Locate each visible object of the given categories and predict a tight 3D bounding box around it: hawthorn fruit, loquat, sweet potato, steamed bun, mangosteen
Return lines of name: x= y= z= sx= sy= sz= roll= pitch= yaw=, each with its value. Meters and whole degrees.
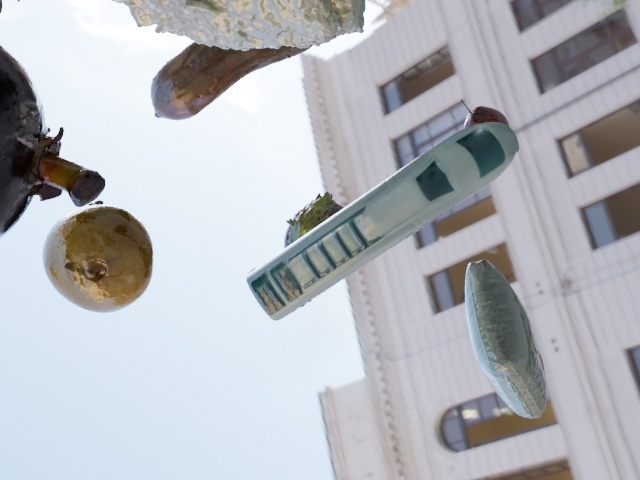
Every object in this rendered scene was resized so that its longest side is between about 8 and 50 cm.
hawthorn fruit: x=0.253 y=-0.188 z=1.330 sx=0.103 sy=0.066 sz=0.067 roll=32 pitch=-135 yaw=-41
loquat: x=-0.277 y=0.020 z=1.049 sx=0.141 sy=0.141 sz=0.141 roll=31 pitch=-134 yaw=-37
sweet potato: x=-0.133 y=-0.272 z=1.256 sx=0.097 sy=0.291 sz=0.097 roll=61 pitch=-175 yaw=-8
steamed bun: x=-0.088 y=-0.248 z=0.730 sx=0.170 sy=0.225 sz=0.200 roll=-75 pitch=-26 yaw=-56
mangosteen: x=-0.338 y=-0.089 z=0.828 sx=0.261 sy=0.236 sz=0.236 roll=15 pitch=-131 yaw=-6

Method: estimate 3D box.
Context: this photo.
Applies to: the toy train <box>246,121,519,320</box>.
toy train: x=0.082 y=-0.032 z=1.128 sx=0.086 sy=0.407 sz=0.088 roll=57 pitch=-163 yaw=5

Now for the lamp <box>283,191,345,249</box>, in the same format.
lamp: x=-0.004 y=0.003 z=1.568 sx=0.157 sy=0.156 sz=0.135 roll=47 pitch=-162 yaw=19

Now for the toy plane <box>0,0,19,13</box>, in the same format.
toy plane: x=-0.567 y=-0.364 z=1.319 sx=0.222 sy=0.104 sz=0.327 roll=-4 pitch=-79 yaw=-15

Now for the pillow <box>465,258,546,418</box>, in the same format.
pillow: x=0.380 y=0.210 z=1.721 sx=0.322 sy=0.119 sz=0.256 roll=48 pitch=-150 yaw=-52
